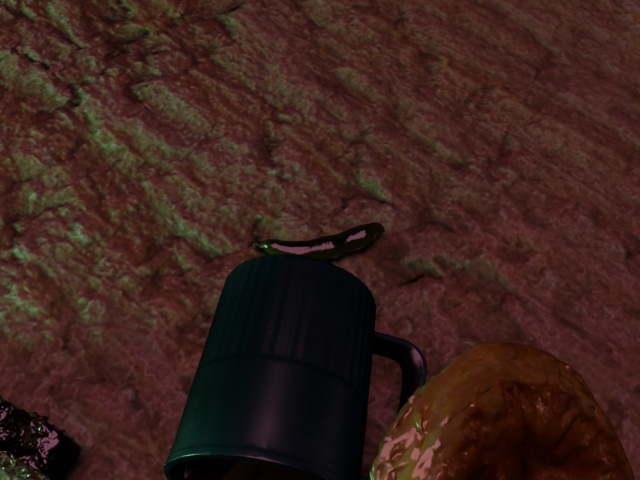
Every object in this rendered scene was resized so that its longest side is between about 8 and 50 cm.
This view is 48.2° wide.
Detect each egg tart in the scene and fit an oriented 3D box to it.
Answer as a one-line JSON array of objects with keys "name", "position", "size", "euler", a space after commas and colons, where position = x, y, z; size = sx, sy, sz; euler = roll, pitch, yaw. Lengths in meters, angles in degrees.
[{"name": "egg tart", "position": [0.196, 0.338, 0.853], "size": [0.443, 0.178, 0.443], "euler": [4, 82, -34]}]

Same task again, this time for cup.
[{"name": "cup", "position": [-0.021, 0.194, 0.951], "size": [0.307, 0.242, 0.292], "euler": [0, 53, 13]}]

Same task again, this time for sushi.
[{"name": "sushi", "position": [-0.403, 0.278, 0.971], "size": [0.150, 0.090, 0.078], "euler": [22, 54, 13]}]

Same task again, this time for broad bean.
[{"name": "broad bean", "position": [0.000, 0.004, 1.205], "size": [0.226, 0.039, 0.069], "euler": [-4, 51, -5]}]
